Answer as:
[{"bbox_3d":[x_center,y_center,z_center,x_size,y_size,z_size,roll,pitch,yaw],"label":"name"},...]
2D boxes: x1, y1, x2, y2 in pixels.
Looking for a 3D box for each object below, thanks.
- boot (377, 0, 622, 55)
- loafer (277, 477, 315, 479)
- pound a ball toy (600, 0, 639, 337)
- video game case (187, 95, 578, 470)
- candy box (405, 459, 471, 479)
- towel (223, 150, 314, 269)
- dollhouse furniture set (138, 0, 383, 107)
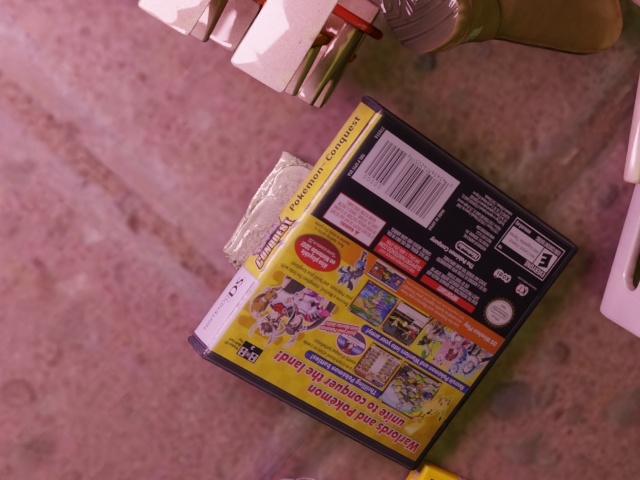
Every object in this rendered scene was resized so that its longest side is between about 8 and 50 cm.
[{"bbox_3d":[0.118,-0.249,1.510,0.269,0.089,0.236,-12,85,-55],"label":"boot"},{"bbox_3d":[0.002,0.303,1.716,0.087,0.094,0.251,-33,130,-35],"label":"loafer"},{"bbox_3d":[0.311,-0.077,1.663,0.208,0.136,0.319,7,104,-24],"label":"pound a ball toy"},{"bbox_3d":[0.059,0.044,1.636,0.275,0.035,0.248,32,96,-39],"label":"video game case"},{"bbox_3d":[0.148,0.282,1.789,0.206,0.027,0.105,26,101,-27],"label":"candy box"},{"bbox_3d":[0.000,0.000,1.629,0.148,0.027,0.110,27,98,-27],"label":"towel"},{"bbox_3d":[-0.068,-0.215,1.411,0.259,0.262,0.135,32,95,4],"label":"dollhouse furniture set"}]
